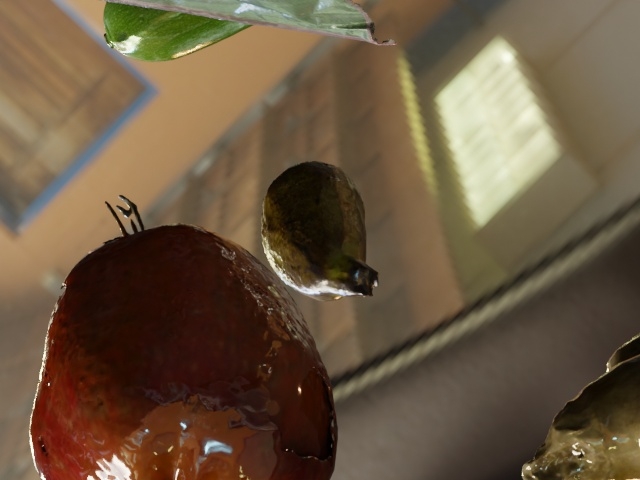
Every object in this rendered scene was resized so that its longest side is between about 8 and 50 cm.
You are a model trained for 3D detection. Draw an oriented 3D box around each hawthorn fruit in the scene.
[{"bbox_3d":[-0.104,0.081,1.374,0.211,0.211,0.299,-39,-132,31],"label":"hawthorn fruit"}]

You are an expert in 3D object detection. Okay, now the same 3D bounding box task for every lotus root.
[{"bbox_3d":[0.000,0.000,1.730,0.190,0.094,0.108,-109,-155,-63],"label":"lotus root"}]

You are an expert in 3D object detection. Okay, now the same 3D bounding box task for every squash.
[{"bbox_3d":[-0.008,-0.246,1.597,0.379,0.101,0.101,-21,-163,9],"label":"squash"}]

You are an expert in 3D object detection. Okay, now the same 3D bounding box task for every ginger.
[{"bbox_3d":[0.296,0.139,1.642,0.270,0.123,0.219,-6,-159,-9],"label":"ginger"}]

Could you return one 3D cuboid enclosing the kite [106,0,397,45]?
[{"bbox_3d":[-0.107,-0.144,0.786,0.268,0.323,0.013,-10,-121,43],"label":"kite"}]
